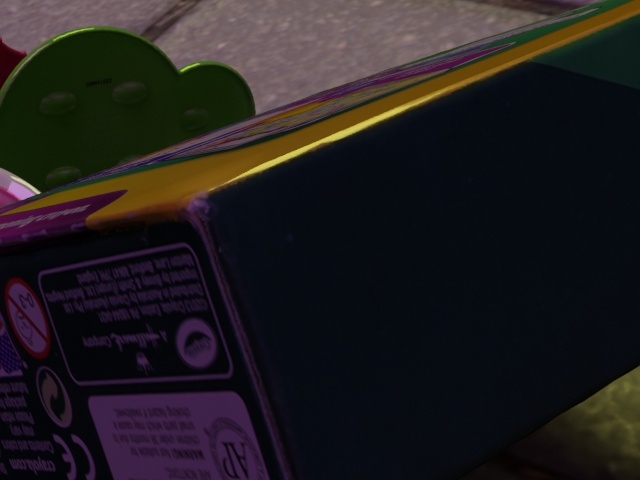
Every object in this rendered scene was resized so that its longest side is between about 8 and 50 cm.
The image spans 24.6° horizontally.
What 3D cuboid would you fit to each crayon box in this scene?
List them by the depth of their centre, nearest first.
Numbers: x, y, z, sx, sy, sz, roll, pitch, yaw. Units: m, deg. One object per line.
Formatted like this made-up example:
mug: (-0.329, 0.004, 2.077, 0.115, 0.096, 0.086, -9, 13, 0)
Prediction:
crayon box: (0.000, 0.000, 0.571, 0.313, 0.106, 0.363, -23, 8, -34)

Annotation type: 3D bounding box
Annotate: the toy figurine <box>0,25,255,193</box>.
toy figurine: (-0.154, -0.085, 0.919, 0.173, 0.130, 0.159, -14, 24, -30)

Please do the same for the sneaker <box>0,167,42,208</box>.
sneaker: (-0.150, 0.024, 0.782, 0.134, 0.051, 0.070, 43, 73, 0)
